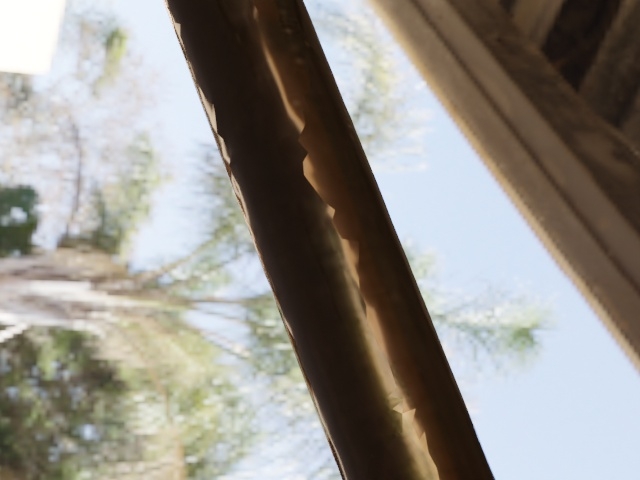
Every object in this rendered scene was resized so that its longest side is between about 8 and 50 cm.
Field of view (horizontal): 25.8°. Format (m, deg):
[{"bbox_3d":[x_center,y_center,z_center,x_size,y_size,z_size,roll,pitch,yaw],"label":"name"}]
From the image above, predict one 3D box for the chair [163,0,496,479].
[{"bbox_3d":[0.000,0.000,0.348,0.226,0.226,0.401,-43,-118,54],"label":"chair"}]
